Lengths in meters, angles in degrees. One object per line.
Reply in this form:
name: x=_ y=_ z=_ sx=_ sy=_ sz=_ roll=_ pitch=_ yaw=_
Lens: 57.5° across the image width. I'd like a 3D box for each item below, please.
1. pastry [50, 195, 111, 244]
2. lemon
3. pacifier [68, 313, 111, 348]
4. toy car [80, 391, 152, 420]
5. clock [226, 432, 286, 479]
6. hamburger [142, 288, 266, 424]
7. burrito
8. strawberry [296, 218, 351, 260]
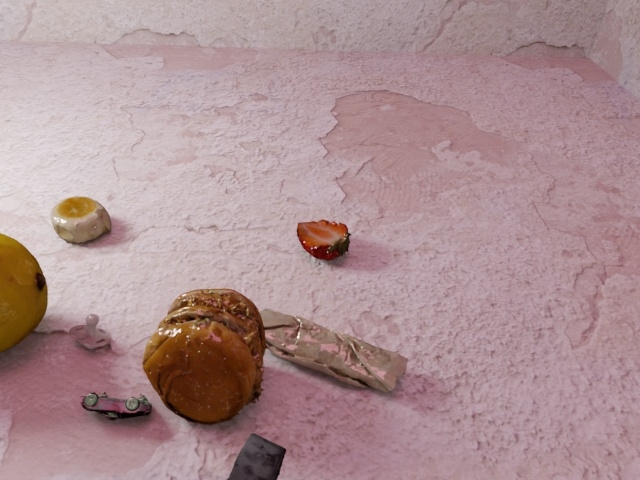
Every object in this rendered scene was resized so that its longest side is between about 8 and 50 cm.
pastry: x=-0.675 y=-0.060 z=1.643 sx=0.166 sy=0.088 sz=0.166 roll=4 pitch=39 yaw=-4
lemon: x=-0.750 y=0.117 z=1.251 sx=0.297 sy=0.297 sz=0.297 roll=2 pitch=37 yaw=-2
pacifier: x=-0.518 y=0.201 z=1.325 sx=0.099 sy=0.078 sz=0.081 roll=21 pitch=19 yaw=23
toy car: x=-0.412 y=0.334 z=1.173 sx=0.142 sy=0.069 sz=0.055 roll=5 pitch=77 yaw=2
clock: x=-0.127 y=0.444 z=0.855 sx=0.061 sy=0.312 sz=0.312 roll=18 pitch=39 yaw=5
hamburger: x=-0.218 y=0.232 z=1.197 sx=0.260 sy=0.245 sz=0.211 roll=44 pitch=28 yaw=-11
burrito: x=-0.001 y=0.243 z=1.312 sx=0.392 sy=0.076 sz=0.117 roll=17 pitch=40 yaw=16
strawberry: x=0.000 y=0.000 z=1.630 sx=0.146 sy=0.082 sz=0.187 roll=-23 pitch=39 yaw=-38
